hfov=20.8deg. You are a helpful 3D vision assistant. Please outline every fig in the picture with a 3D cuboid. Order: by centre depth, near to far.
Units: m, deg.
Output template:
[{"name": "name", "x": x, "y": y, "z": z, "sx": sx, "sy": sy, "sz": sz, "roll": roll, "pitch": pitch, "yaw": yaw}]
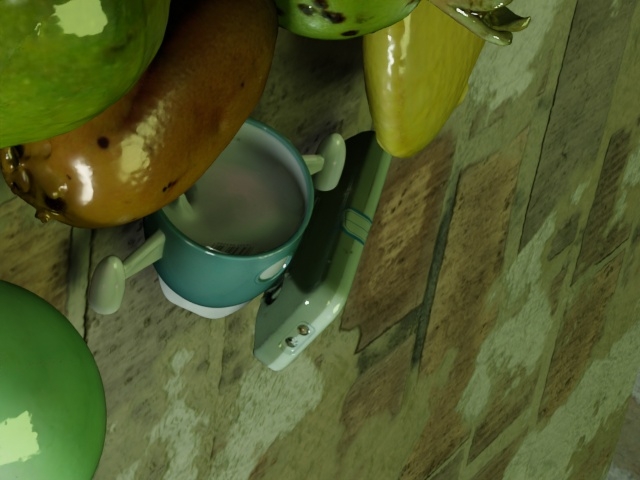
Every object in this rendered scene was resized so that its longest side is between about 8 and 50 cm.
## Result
[{"name": "fig", "x": -0.241, "y": -0.182, "z": 1.283, "sx": 0.233, "sy": 0.314, "sz": 0.233, "roll": 5, "pitch": 81, "yaw": -30}]

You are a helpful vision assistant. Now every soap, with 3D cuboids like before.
[{"name": "soap", "x": 0.122, "y": -0.271, "z": 1.880, "sx": 0.427, "sy": 0.115, "sz": 0.306, "roll": -59, "pitch": 159, "yaw": -56}]

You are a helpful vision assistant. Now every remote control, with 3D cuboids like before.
[{"name": "remote control", "x": 0.000, "y": 0.000, "z": 1.849, "sx": 0.128, "sy": 0.065, "sz": 0.335, "roll": -49, "pitch": -168, "yaw": 33}]

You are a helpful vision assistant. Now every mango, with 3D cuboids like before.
[{"name": "mango", "x": -0.153, "y": -0.124, "z": 1.498, "sx": 0.287, "sy": 0.153, "sz": 0.201, "roll": -49, "pitch": 143, "yaw": -30}]

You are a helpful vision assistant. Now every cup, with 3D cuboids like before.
[{"name": "cup", "x": -0.099, "y": -0.011, "z": 1.710, "sx": 0.300, "sy": 0.167, "sz": 0.173, "roll": -30, "pitch": 160, "yaw": -25}]

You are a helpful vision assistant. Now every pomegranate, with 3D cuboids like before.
[{"name": "pomegranate", "x": 0.053, "y": -0.294, "z": 1.563, "sx": 0.231, "sy": 0.286, "sz": 0.231, "roll": -17, "pitch": 109, "yaw": -60}]

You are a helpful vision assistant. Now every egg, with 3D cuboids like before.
[{"name": "egg", "x": -0.285, "y": 0.144, "z": 1.430, "sx": 0.220, "sy": 0.220, "sz": 0.269, "roll": -55, "pitch": 155, "yaw": -15}]
